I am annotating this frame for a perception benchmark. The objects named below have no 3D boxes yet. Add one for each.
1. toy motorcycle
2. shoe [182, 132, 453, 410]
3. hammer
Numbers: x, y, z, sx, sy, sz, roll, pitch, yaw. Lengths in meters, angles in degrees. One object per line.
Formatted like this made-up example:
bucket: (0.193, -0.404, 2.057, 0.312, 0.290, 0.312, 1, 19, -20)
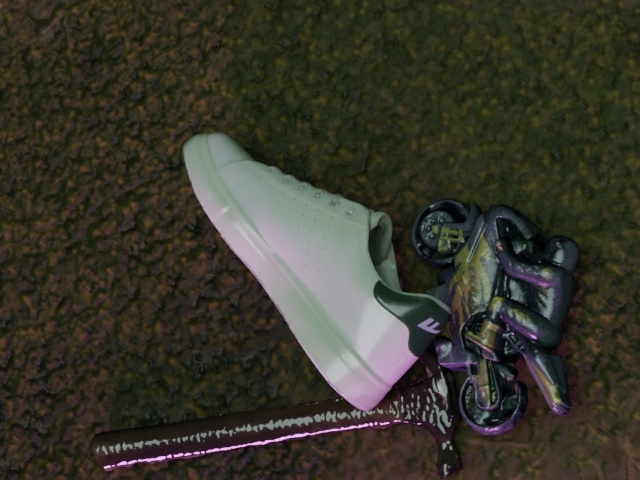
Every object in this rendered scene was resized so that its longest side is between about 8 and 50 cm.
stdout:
toy motorcycle: (0.139, 0.044, 1.464, 0.124, 0.061, 0.193, -24, 65, 20)
shoe: (0.000, 0.000, 1.494, 0.110, 0.095, 0.265, -38, 65, 9)
hammer: (-0.037, 0.142, 1.525, 0.297, 0.027, 0.125, -12, 77, 17)
